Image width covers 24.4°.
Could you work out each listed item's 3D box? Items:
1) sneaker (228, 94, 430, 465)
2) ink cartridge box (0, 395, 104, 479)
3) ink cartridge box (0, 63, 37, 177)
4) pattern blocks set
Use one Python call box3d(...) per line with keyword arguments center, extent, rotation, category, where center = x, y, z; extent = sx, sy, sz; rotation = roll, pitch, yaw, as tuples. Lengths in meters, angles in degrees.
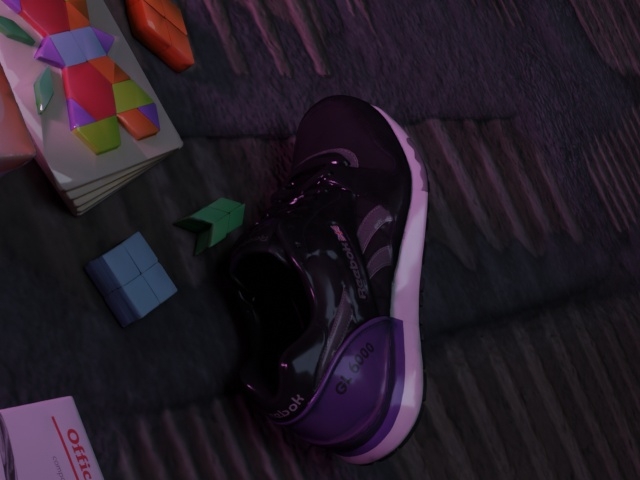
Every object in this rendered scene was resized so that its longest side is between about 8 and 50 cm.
box3d(center=(0.000, 0.000, 0.993), extent=(0.124, 0.107, 0.283), rotation=(29, 44, -38), category="sneaker")
box3d(center=(-0.155, 0.137, 0.703), extent=(0.180, 0.060, 0.104), rotation=(-7, 70, -57), category="ink cartridge box")
box3d(center=(-0.218, -0.091, 0.638), extent=(0.179, 0.045, 0.145), rotation=(-7, 72, -60), category="ink cartridge box")
box3d(center=(-0.163, -0.116, 0.929), extent=(0.325, 0.026, 0.285), rotation=(53, 32, -13), category="pattern blocks set")
